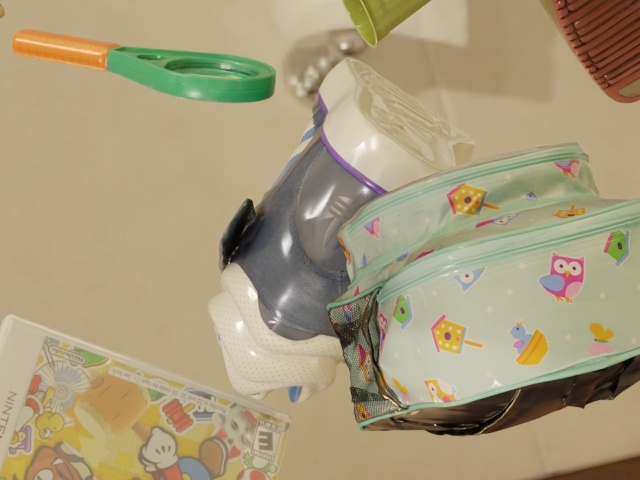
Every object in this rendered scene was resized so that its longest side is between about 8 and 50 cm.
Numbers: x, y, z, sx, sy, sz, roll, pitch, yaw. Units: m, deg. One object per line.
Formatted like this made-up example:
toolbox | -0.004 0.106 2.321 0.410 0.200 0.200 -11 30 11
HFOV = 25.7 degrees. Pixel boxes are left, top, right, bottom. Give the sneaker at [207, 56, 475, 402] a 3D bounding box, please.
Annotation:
sneaker | 0.000 0.000 1.040 0.236 0.130 0.323 -55 3 14

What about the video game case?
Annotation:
video game case | -0.146 0.183 0.983 0.026 0.227 0.206 -38 34 60

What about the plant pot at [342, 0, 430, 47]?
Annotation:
plant pot | 0.070 -0.250 1.425 0.083 0.079 0.083 60 172 14

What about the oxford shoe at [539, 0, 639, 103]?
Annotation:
oxford shoe | 0.238 -0.294 1.344 0.348 0.123 0.130 63 172 -24

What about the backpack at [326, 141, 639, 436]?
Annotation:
backpack | 0.100 0.027 0.739 0.188 0.166 0.144 169 88 -73

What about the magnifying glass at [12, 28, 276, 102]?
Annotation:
magnifying glass | -0.143 -0.140 1.115 0.231 0.092 0.026 14 112 22

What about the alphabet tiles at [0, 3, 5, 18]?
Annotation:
alphabet tiles | -0.231 -0.181 0.495 0.343 0.011 0.285 -5 121 57
